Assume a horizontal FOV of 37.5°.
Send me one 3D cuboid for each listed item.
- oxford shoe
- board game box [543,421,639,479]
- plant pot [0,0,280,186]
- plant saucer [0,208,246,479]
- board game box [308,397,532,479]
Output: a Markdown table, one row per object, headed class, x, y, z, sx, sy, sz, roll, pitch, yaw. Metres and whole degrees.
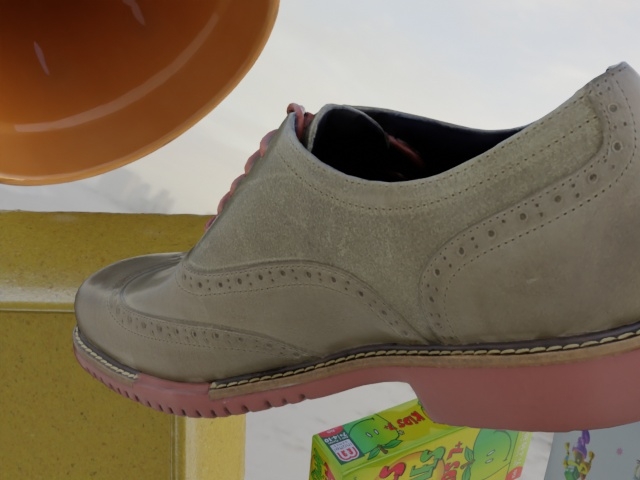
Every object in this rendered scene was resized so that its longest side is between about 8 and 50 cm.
| class | x | y | z | sx | sy | sz | roll | pitch | yaw |
| --- | --- | --- | --- | --- | --- | --- | --- | --- | --- |
| oxford shoe | 0.000 | 0.000 | 0.425 | 0.348 | 0.130 | 0.123 | -7 | 18 | 38 |
| board game box | 0.218 | 0.249 | 0.572 | 0.224 | 0.303 | 0.097 | 8 | 6 | -35 |
| plant pot | -0.206 | -0.211 | 0.748 | 0.203 | 0.291 | 0.291 | 56 | 7 | 20 |
| plant saucer | -0.228 | 0.143 | 0.798 | 0.332 | 0.333 | 0.081 | 1 | 20 | -5 |
| board game box | 0.079 | 0.165 | 0.714 | 0.181 | 0.092 | 0.043 | -15 | 39 | -27 |
